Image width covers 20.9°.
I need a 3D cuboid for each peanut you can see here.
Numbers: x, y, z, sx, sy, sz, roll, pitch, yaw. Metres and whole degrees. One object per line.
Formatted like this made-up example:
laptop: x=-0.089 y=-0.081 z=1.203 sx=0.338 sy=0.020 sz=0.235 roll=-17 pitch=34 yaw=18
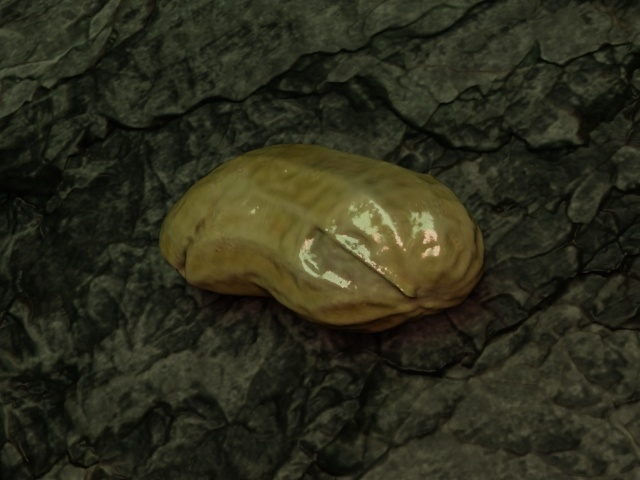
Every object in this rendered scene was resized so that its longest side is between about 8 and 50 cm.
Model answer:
peanut: x=0.003 y=-0.005 z=1.706 sx=0.340 sy=0.158 sz=0.174 roll=18 pitch=93 yaw=34
